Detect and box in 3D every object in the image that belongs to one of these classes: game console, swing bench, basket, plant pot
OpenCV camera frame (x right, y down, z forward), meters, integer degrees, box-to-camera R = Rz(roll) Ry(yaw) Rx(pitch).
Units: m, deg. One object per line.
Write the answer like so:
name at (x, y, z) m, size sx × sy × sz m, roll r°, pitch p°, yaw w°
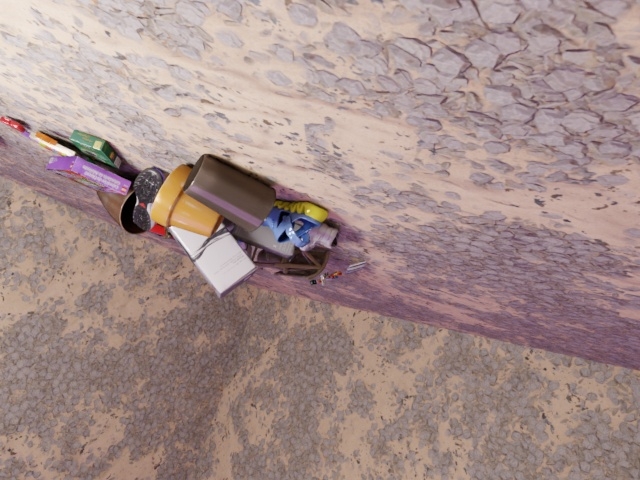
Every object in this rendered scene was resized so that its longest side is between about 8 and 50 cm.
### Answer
game console at (-0.754, -0.050, 2.470) m, size 0.341 × 0.060 × 0.386 m, roll 24°, pitch -179°, yaw -19°
swing bench at (-0.144, 0.075, 2.108) m, size 0.254 × 0.165 × 0.253 m, roll 27°, pitch 164°, yaw -35°
basket at (-0.273, -0.143, 1.444) m, size 0.226 × 0.154 × 0.204 m, roll 29°, pitch 172°, yaw -25°
plant pot at (-0.401, -0.108, 1.559) m, size 0.187 × 0.205 × 0.205 m, roll 29°, pitch 166°, yaw -3°
plant pot at (-0.785, -0.168, 1.969) m, size 0.230 × 0.215 × 0.215 m, roll 28°, pitch 172°, yaw 24°

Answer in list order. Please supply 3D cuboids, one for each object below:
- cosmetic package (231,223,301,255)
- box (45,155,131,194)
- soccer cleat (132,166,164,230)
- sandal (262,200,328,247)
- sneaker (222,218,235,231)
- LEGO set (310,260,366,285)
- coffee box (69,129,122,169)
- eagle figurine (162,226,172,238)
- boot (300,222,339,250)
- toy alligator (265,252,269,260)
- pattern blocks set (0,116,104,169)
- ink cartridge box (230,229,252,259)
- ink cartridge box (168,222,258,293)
cosmetic package at (-0.207, -0.033, 1.842) m, size 0.237 × 0.127 × 0.107 m, roll 19°, pitch 167°, yaw -10°
box at (-0.846, -0.237, 1.782) m, size 0.293 × 0.057 × 0.200 m, roll 10°, pitch 167°, yaw 46°
soccer cleat at (-0.622, -0.170, 1.824) m, size 0.108 × 0.116 × 0.318 m, roll 33°, pitch 136°, yaw 2°
sandal at (-0.122, -0.056, 1.613) m, size 0.126 × 0.138 × 0.317 m, roll 27°, pitch 166°, yaw -41°
sneaker at (-0.456, -0.092, 2.027) m, size 0.228 × 0.088 × 0.092 m, roll 12°, pitch 163°, yaw 19°
LEGO set at (0.077, 0.156, 2.118) m, size 0.244 × 0.060 × 0.182 m, roll -15°, pitch 168°, yaw -7°
coffee box at (-0.757, -0.305, 1.664) m, size 0.113 × 0.041 × 0.184 m, roll 20°, pitch 167°, yaw 1°
eagle figurine at (-0.566, -0.045, 2.251) m, size 0.298 × 0.225 × 0.226 m, roll -7°, pitch -137°, yaw -24°
boot at (0.000, 0.000, 1.749) m, size 0.123 × 0.095 × 0.258 m, roll 24°, pitch 166°, yaw 5°
toy alligator at (-0.218, -0.015, 1.943) m, size 0.051 × 0.190 × 0.056 m, roll -21°, pitch -169°, yaw -9°
pattern blocks set at (-0.952, -0.330, 1.777) m, size 0.324 × 0.026 × 0.285 m, roll 24°, pitch 171°, yaw 5°
ink cartridge box at (-0.390, 0.013, 2.140) m, size 0.148 × 0.086 × 0.203 m, roll -3°, pitch 142°, yaw 3°
ink cartridge box at (-0.425, 0.010, 1.827) m, size 0.395 × 0.166 × 0.285 m, roll 52°, pitch 165°, yaw 1°
